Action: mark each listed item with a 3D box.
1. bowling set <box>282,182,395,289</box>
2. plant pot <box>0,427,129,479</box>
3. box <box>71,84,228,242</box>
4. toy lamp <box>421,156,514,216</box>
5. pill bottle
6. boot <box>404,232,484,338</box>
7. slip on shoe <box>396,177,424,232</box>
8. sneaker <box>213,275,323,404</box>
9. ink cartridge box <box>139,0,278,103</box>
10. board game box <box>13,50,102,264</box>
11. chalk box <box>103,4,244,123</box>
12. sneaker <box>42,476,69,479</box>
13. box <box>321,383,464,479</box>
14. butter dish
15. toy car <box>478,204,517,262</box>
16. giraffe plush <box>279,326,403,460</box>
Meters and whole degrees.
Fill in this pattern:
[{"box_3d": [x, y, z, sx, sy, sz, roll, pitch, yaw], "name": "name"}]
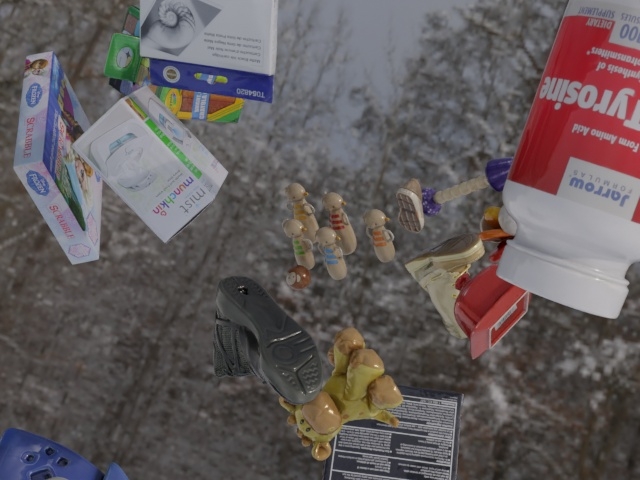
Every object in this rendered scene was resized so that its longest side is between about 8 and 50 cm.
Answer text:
[{"box_3d": [0.000, 0.000, 2.270, 0.287, 0.200, 0.154, 10, -48, 37], "name": "bowling set"}, {"box_3d": [-0.393, 0.450, 1.580, 0.212, 0.236, 0.236, 9, -45, 8], "name": "plant pot"}, {"box_3d": [-0.294, -0.139, 1.888, 0.231, 0.127, 0.262, 47, 9, -9], "name": "box"}, {"box_3d": [0.339, -0.124, 2.406, 0.080, 0.080, 0.274, 31, -35, -33], "name": "toy lamp"}, {"box_3d": [0.380, -0.116, 1.420, 0.229, 0.408, 0.229, 18, 6, -2], "name": "pill bottle"}, {"box_3d": [0.297, 0.100, 2.234, 0.203, 0.095, 0.262, 59, -27, -3], "name": "boot"}, {"box_3d": [0.166, -0.062, 1.936, 0.051, 0.041, 0.135, 19, -27, 25], "name": "slip on shoe"}, {"box_3d": [-0.076, 0.162, 1.444, 0.227, 0.087, 0.130, 44, -45, 38], "name": "sneaker"}, {"box_3d": [-0.179, -0.330, 1.700, 0.223, 0.045, 0.224, 9, -60, 10], "name": "ink cartridge box"}, {"box_3d": [-0.538, -0.170, 2.232, 0.065, 0.319, 0.318, -10, -38, 5], "name": "board game box"}, {"box_3d": [-0.301, -0.358, 2.169, 0.289, 0.180, 0.179, -3, 30, -46], "name": "chalk box"}, {"box_3d": [-0.401, 0.368, 1.431, 0.262, 0.099, 0.121, 4, 20, 4], "name": "sneaker"}, {"box_3d": [0.155, 0.489, 2.390, 0.296, 0.294, 0.183, 7, -30, 4], "name": "box"}, {"box_3d": [0.284, 0.103, 1.860, 0.118, 0.160, 0.160, 41, -13, 23], "name": "butter dish"}, {"box_3d": [0.432, 0.003, 2.351, 0.182, 0.136, 0.159, 24, -15, -8], "name": "toy car"}, {"box_3d": [0.026, 0.278, 1.851, 0.181, 0.170, 0.210, 51, -19, 33], "name": "giraffe plush"}]
